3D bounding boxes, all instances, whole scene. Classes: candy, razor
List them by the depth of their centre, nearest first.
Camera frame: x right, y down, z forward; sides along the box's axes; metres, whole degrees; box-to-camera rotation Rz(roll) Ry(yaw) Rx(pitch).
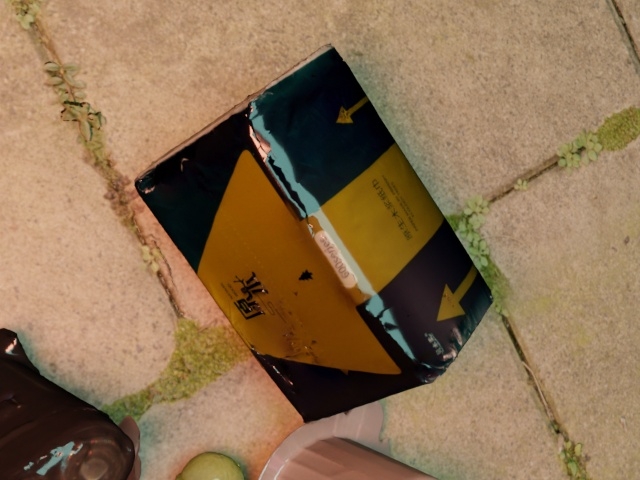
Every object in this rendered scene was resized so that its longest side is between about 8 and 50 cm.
[{"bbox_3d":[-0.347,0.212,0.989,0.189,0.326,0.107,-30,122,-30],"label":"razor"},{"bbox_3d":[-0.165,0.445,1.192,0.093,0.092,0.336,12,86,-55],"label":"candy"}]

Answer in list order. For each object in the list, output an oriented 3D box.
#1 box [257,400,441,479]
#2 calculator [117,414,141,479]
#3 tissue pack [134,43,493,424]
[{"bbox_3d":[0.076,0.361,1.203,0.262,0.206,0.291,47,66,-32],"label":"box"},{"bbox_3d":[-0.311,0.361,1.047,0.048,0.220,0.330,36,63,7],"label":"calculator"},{"bbox_3d":[0.000,0.000,1.199,0.417,0.264,0.253,56,42,-10],"label":"tissue pack"}]
